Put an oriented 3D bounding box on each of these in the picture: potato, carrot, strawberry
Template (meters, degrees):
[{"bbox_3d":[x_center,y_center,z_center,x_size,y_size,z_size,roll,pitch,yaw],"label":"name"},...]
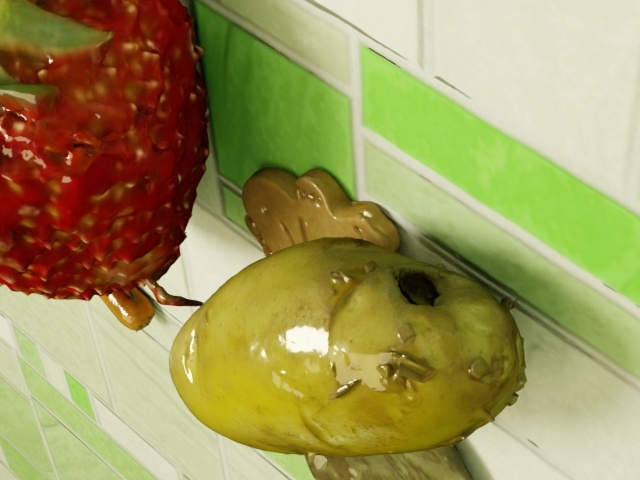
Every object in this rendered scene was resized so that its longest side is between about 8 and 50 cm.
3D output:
[{"bbox_3d":[0.014,0.080,1.059,0.173,0.140,0.300,43,148,-25],"label":"potato"},{"bbox_3d":[-0.237,0.021,1.562,0.190,0.037,0.037,46,154,19],"label":"carrot"},{"bbox_3d":[-0.190,-0.066,1.145,0.292,0.292,0.343,27,163,41],"label":"strawberry"}]

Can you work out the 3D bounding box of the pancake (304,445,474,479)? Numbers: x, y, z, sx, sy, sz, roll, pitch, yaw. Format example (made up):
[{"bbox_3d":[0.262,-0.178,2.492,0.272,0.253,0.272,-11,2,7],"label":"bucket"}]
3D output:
[{"bbox_3d":[0.054,0.191,1.296,0.222,0.042,0.236,43,150,27],"label":"pancake"}]

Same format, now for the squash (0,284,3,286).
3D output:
[{"bbox_3d":[-0.443,-0.050,1.688,0.247,0.132,0.132,41,152,19],"label":"squash"}]

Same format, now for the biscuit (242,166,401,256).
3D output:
[{"bbox_3d":[0.000,-0.002,1.151,0.184,0.027,0.133,31,149,35],"label":"biscuit"}]
